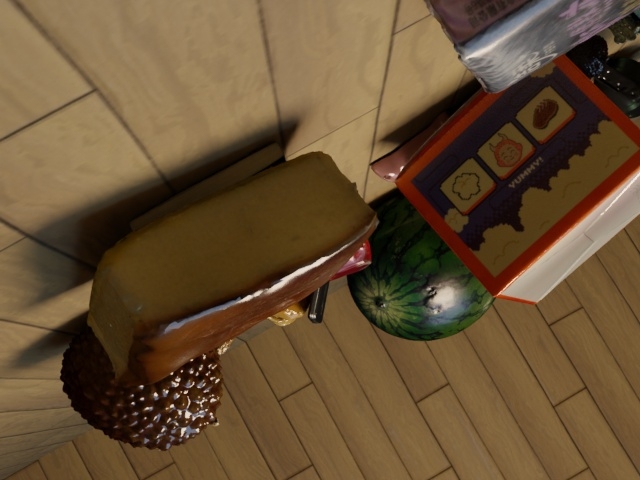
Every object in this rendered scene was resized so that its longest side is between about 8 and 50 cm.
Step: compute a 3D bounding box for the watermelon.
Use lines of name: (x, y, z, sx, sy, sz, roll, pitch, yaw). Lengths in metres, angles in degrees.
watermelon: (0.228, 0.048, 2.002, 0.363, 0.363, 0.363, -29, 172, -4)

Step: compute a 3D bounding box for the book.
book: (-0.129, -0.043, 1.220, 0.202, 0.027, 0.264, -29, 173, -2)

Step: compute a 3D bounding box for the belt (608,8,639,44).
belt: (0.508, -0.363, 1.387, 0.179, 0.065, 0.100, -25, 161, -28)

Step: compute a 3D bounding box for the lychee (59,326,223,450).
lychee: (-0.285, 0.224, 1.533, 0.267, 0.267, 0.267, -29, 172, -4)

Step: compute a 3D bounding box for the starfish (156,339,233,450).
starfish: (-0.251, 0.228, 1.694, 0.299, 0.302, 0.060, -14, 148, 6)

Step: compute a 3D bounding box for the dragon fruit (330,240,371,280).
dragon fruit: (0.000, 0.000, 1.600, 0.163, 0.189, 0.262, -59, 176, -16)

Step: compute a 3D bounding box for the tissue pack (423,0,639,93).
tissue pack: (0.278, -0.281, 0.881, 0.361, 0.122, 0.259, -30, 171, 16)

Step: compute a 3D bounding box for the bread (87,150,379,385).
bread: (-0.123, 0.045, 1.173, 0.323, 0.143, 0.333, -27, 172, -21)

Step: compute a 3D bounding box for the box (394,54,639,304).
box: (0.345, -0.094, 1.495, 0.318, 0.257, 0.348, -45, 160, 14)

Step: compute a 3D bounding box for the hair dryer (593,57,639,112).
hair dryer: (0.684, -0.375, 1.878, 0.302, 0.116, 0.244, -44, 168, 18)

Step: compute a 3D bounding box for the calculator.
calculator: (0.235, -0.173, 1.642, 0.220, 0.048, 0.329, -37, 169, 33)

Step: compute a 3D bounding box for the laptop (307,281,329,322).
laptop: (0.008, 0.057, 1.813, 0.026, 0.207, 0.154, 10, 172, 3)

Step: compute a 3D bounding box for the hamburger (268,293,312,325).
hamburger: (-0.082, 0.087, 1.793, 0.083, 0.138, 0.147, -43, -157, 45)

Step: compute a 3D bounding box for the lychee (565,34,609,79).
lychee: (0.430, -0.295, 1.499, 0.083, 0.068, 0.067, 6, -128, 53)
